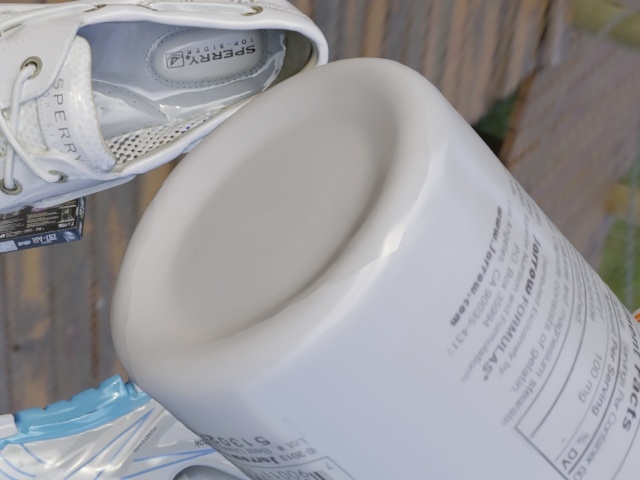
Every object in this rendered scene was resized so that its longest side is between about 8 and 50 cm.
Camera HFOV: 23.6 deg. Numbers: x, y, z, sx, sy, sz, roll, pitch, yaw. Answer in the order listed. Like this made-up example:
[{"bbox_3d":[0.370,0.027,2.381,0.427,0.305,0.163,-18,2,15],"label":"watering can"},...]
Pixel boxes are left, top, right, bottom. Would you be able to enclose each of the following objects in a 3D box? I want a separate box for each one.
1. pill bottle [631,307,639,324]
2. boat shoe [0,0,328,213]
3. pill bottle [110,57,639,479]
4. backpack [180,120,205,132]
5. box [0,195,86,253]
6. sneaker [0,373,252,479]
[{"bbox_3d":[0.270,0.116,1.114,0.152,0.086,0.086,-99,-166,-57],"label":"pill bottle"},{"bbox_3d":[-0.126,-0.066,0.718,0.277,0.096,0.098,-22,112,-18],"label":"boat shoe"},{"bbox_3d":[0.048,0.057,0.529,0.229,0.131,0.131,45,67,-33],"label":"pill bottle"},{"bbox_3d":[-0.152,-0.174,1.637,0.101,0.098,0.120,-47,164,-40],"label":"backpack"},{"bbox_3d":[-0.261,-0.023,1.426,0.018,0.083,0.067,73,9,-46],"label":"box"},{"bbox_3d":[-0.113,0.114,0.692,0.191,0.083,0.071,-21,163,-10],"label":"sneaker"}]
